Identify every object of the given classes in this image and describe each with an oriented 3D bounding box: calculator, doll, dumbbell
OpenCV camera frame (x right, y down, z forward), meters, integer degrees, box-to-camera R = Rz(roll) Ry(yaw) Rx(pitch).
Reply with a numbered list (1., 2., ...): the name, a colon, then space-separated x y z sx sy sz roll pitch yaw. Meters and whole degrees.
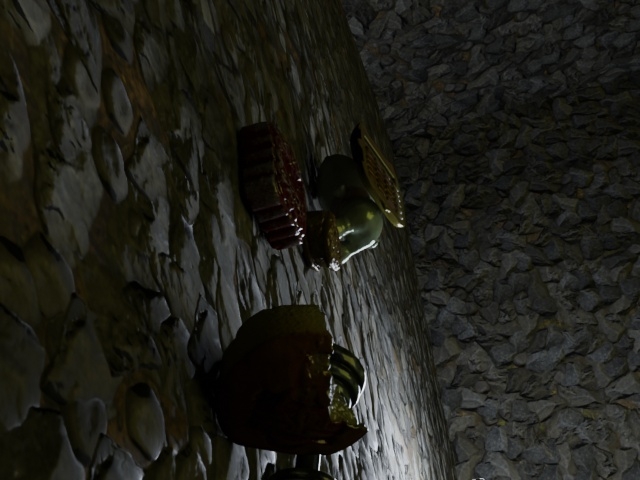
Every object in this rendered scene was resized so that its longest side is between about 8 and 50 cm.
1. calculator: 0.101 -0.114 1.505 0.157 0.033 0.236 52 17 -27
2. doll: 0.054 -0.069 1.509 0.275 0.113 0.155 -89 154 -54
3. dumbbell: -0.010 0.212 0.872 0.254 0.110 0.110 -84 158 -46

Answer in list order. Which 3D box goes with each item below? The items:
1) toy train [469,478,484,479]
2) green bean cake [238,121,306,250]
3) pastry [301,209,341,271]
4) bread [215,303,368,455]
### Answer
1. toy train: 0.221 0.529 1.316 0.150 0.221 0.304 62 18 -59
2. green bean cake: -0.059 -0.072 1.093 0.135 0.056 0.135 60 19 -52
3. pastry: 0.000 0.000 1.312 0.109 0.057 0.097 -88 167 -48
4. bread: -0.034 0.137 0.774 0.086 0.125 0.156 -104 175 -54
